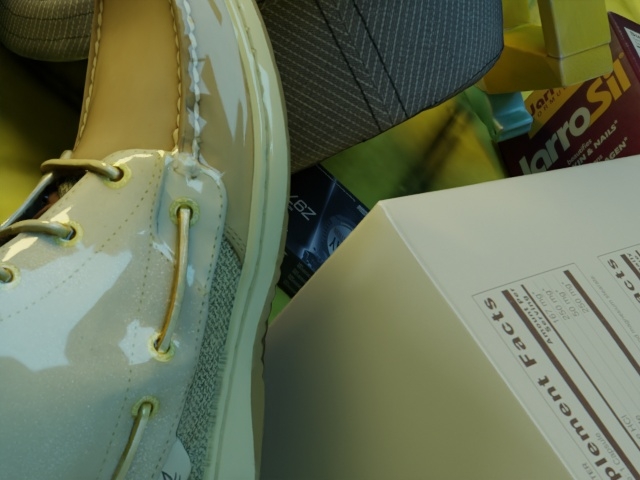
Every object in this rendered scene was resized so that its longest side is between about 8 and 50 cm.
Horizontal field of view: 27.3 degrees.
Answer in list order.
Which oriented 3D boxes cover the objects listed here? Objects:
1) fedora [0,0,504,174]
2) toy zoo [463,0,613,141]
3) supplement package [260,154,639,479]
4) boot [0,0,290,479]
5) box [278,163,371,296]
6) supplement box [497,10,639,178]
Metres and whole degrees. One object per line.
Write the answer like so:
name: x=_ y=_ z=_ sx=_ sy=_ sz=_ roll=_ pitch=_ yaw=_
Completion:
fedora: x=-0.011 y=-0.113 z=0.567 sx=0.124 sy=0.243 sz=0.275 roll=62 pitch=-7 yaw=-26
toy zoo: x=0.074 y=-0.191 z=0.668 sx=0.030 sy=0.293 sz=0.192 roll=-19 pitch=20 yaw=-12
supplement package: x=0.094 y=0.062 z=0.495 sx=0.244 sy=0.139 sz=0.134 roll=-11 pitch=60 yaw=-49
boot: x=-0.096 y=0.007 z=0.369 sx=0.165 sy=0.077 sz=0.213 roll=4 pitch=86 yaw=-36
box: x=0.000 y=0.000 z=0.581 sx=0.083 sy=0.018 sz=0.067 roll=43 pitch=34 yaw=4
supplement box: x=0.172 y=-0.014 z=0.683 sx=0.081 sy=0.104 sz=0.188 roll=17 pitch=40 yaw=-30
